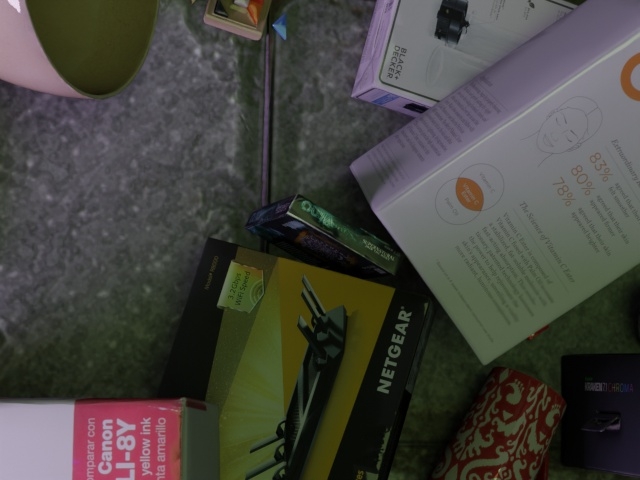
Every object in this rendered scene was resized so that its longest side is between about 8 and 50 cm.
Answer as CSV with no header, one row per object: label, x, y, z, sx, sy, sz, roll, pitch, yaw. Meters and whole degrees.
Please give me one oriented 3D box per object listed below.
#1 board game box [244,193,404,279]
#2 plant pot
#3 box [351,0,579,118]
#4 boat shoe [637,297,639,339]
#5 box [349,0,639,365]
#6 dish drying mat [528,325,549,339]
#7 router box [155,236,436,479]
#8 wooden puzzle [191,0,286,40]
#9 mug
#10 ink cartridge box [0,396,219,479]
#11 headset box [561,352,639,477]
board game box,0.000,0.000,1.446,0.126,0.186,0.026,30,79,-12
plant pot,-0.302,-0.277,1.363,0.191,0.284,0.284,1,85,19
box,0.198,-0.197,1.568,0.290,0.087,0.169,16,82,-14
boat shoe,0.496,0.085,1.608,0.268,0.088,0.096,-8,51,-3
box,0.238,-0.073,1.452,0.345,0.168,0.215,-34,111,5
dish drying mat,0.229,0.070,1.598,0.032,0.008,0.083,-30,94,-15
router box,-0.041,0.176,1.427,0.243,0.081,0.308,14,81,13
wooden puzzle,-0.088,-0.262,1.530,0.116,0.014,0.078,10,83,-15
mug,0.194,0.239,1.542,0.113,0.150,0.169,22,73,24
ink cartridge box,-0.293,0.220,1.248,0.385,0.279,0.160,-1,83,2
headset box,0.422,0.187,1.519,0.283,0.246,0.131,3,85,-16
